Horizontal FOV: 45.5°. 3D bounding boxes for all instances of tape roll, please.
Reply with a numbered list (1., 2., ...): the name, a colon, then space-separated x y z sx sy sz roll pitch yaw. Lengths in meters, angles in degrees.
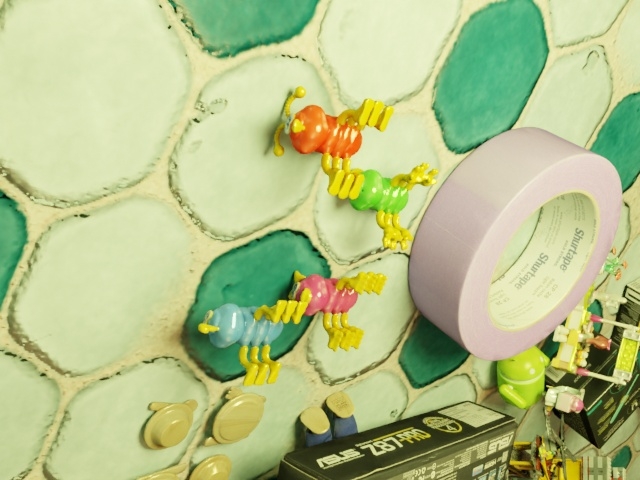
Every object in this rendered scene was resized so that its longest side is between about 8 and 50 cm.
1. tape roll: 0.238 0.007 0.921 0.274 0.090 0.275 -21 130 -28

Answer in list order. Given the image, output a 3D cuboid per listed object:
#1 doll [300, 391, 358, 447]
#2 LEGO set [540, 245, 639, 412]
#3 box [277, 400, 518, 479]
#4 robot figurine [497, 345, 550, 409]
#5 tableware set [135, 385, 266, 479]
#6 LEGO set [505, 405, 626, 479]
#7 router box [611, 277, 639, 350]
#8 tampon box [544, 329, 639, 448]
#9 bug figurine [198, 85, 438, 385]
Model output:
1. doll: 0.024 0.273 0.949 0.129 0.046 0.189 -26 131 -24
2. LEGO set: 0.397 0.104 1.076 0.132 0.107 0.287 -11 111 -60
3. box: 0.091 0.387 0.946 0.394 0.097 0.319 -1 101 -49
4. robot figurine: 0.291 0.195 1.108 0.101 0.067 0.115 -45 140 -33
5. tableware set: -0.133 0.225 0.803 0.141 0.020 0.169 5 113 -45
6. LEGO set: 0.379 0.430 1.194 0.331 0.192 0.255 45 48 -39
7. router box: 0.584 0.107 1.314 0.178 0.046 0.133 -22 130 -28
8. tampon box: 0.442 0.238 1.241 0.120 0.101 0.161 -43 138 -8
9. bug figurine: 0.000 0.000 0.725 0.216 0.072 0.279 13 104 -51
